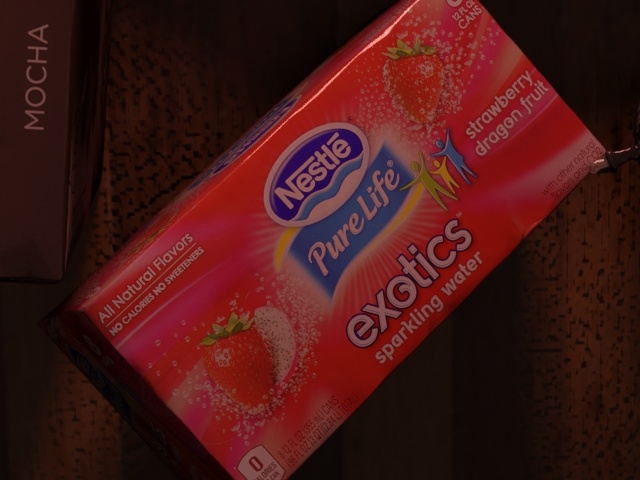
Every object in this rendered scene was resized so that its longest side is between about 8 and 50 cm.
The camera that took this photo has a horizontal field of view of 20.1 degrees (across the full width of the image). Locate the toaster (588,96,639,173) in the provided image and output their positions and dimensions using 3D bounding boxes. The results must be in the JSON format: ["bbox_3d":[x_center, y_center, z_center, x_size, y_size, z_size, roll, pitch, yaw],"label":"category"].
[{"bbox_3d":[0.242,-0.043,0.911,0.185,0.168,0.110,-15,107,16],"label":"toaster"}]

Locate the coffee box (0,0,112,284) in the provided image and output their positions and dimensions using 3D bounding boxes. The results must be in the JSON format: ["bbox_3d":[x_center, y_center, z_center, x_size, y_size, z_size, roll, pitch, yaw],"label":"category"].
[{"bbox_3d":[-0.160,-0.090,0.828,0.119,0.297,0.168,4,98,-4],"label":"coffee box"}]

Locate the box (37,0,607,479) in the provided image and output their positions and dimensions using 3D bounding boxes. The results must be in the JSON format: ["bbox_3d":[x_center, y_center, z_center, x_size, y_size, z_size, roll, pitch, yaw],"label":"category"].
[{"bbox_3d":[0.000,0.000,0.903,0.257,0.122,0.128,-43,97,-17],"label":"box"}]
